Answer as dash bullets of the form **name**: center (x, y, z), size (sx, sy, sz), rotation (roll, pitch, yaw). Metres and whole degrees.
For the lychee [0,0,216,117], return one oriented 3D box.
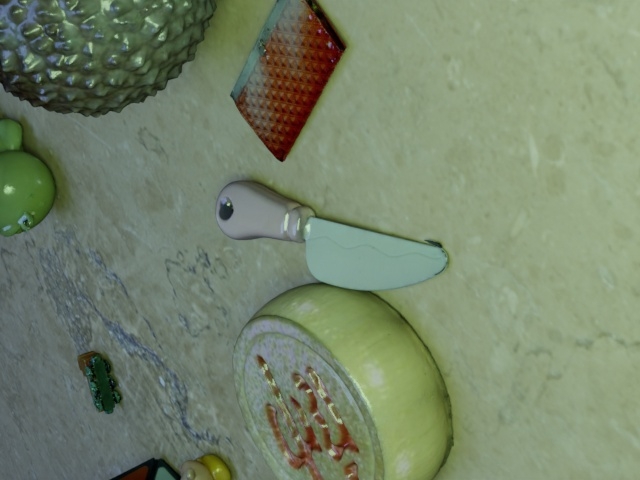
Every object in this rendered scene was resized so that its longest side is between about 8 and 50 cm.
- **lychee**: center (-0.244, -0.279, 1.151), size (0.300, 0.300, 0.300), rotation (30, 132, 40)

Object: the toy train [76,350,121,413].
- **toy train**: center (-0.364, 0.234, 1.810), size (0.064, 0.044, 0.103), rotation (6, 112, 54)

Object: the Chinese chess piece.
- **Chinese chess piece**: center (0.020, 0.177, 1.222), size (0.270, 0.112, 0.270), rotation (29, 131, 39)

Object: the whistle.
- **whistle**: center (-0.496, -0.117, 1.731), size (0.294, 0.141, 0.141), rotation (-119, 30, -43)

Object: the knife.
- **knife**: center (-0.001, 0.003, 1.191), size (0.336, 0.043, 0.081), rotation (20, 103, 44)

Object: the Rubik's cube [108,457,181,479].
- **Rubik's cube**: center (-0.278, 0.526, 1.696), size (0.248, 0.250, 0.246), rotation (38, 136, 37)

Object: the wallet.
- **wallet**: center (-0.037, -0.175, 1.162), size (0.103, 0.020, 0.196), rotation (55, 144, 15)

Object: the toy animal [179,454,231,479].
- **toy animal**: center (-0.177, 0.367, 1.612), size (0.091, 0.082, 0.114), rotation (20, 126, 47)
